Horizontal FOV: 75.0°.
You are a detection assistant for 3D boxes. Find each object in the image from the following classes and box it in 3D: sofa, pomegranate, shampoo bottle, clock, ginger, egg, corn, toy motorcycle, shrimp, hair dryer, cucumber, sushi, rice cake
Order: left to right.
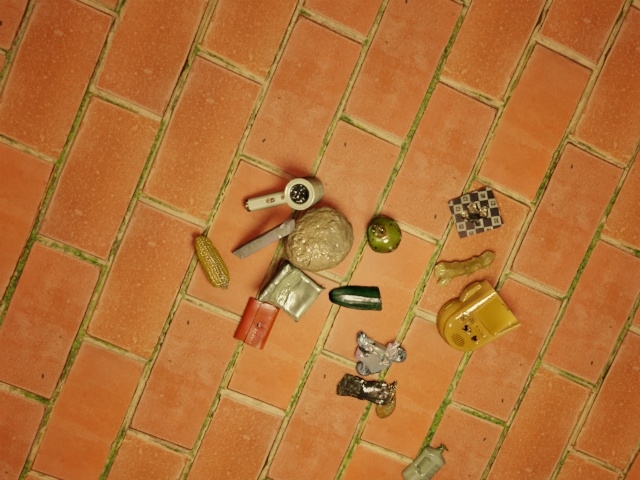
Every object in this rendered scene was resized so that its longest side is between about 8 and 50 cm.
[{"bbox_3d":[-0.468,0.097,1.799,0.097,0.097,0.262,-27,95,-1],"label":"corn"},{"bbox_3d":[-0.237,-0.001,1.726,0.364,0.073,0.056,-26,106,38],"label":"rice cake"},{"bbox_3d":[-0.175,-0.178,1.766,0.361,0.203,0.128,-11,99,14],"label":"hair dryer"},{"bbox_3d":[-0.122,0.221,1.790,0.225,0.176,0.210,41,91,-6],"label":"sofa"},{"bbox_3d":[0.000,0.000,1.735,0.279,0.279,0.310,49,64,-6],"label":"egg"},{"bbox_3d":[0.157,0.262,1.872,0.243,0.063,0.115,2,94,-2],"label":"cucumber"},{"bbox_3d":[0.244,0.491,1.871,0.239,0.108,0.204,-28,96,-1],"label":"toy motorcycle"},{"bbox_3d":[0.266,-0.023,1.788,0.159,0.205,0.160,-4,78,21],"label":"pomegranate"},{"bbox_3d":[0.316,0.737,1.934,0.101,0.042,0.190,20,93,-26],"label":"shrimp"},{"bbox_3d":[0.500,1.042,1.945,0.118,0.087,0.234,42,91,-7],"label":"shampoo bottle"},{"bbox_3d":[0.656,0.116,1.888,0.298,0.065,0.118,-20,109,-1],"label":"ginger"},{"bbox_3d":[0.678,0.353,1.859,0.317,0.200,0.244,-37,93,8],"label":"clock"},{"bbox_3d":[0.695,-0.122,1.885,0.210,0.040,0.193,-19,89,0],"label":"sushi"}]

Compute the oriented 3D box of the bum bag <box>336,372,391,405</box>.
[{"bbox_3d":[0.198,0.676,1.897,0.247,0.069,0.102,9,100,6],"label":"bum bag"}]

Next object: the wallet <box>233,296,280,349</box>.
[{"bbox_3d":[-0.283,0.370,1.857,0.142,0.045,0.205,23,93,-6],"label":"wallet"}]
